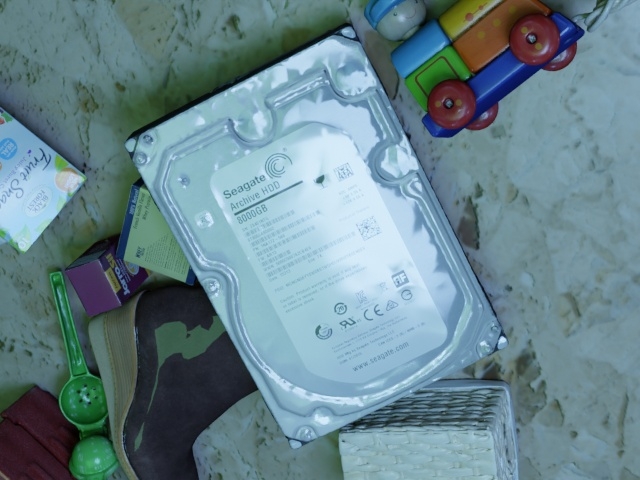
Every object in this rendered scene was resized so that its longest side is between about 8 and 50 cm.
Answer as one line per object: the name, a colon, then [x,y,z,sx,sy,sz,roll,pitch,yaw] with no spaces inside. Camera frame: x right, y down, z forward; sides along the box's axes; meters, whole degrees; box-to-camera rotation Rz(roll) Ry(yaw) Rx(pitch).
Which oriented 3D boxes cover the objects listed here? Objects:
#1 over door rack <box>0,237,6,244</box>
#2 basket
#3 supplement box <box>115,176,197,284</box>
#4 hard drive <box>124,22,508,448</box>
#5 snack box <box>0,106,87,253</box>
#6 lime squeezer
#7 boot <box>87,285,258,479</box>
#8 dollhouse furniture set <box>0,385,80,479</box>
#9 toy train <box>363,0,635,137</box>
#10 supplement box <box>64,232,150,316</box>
over door rack: [-0.499,-0.054,1.290,0.324,0.108,0.240,-22,105,6]
basket: [0.105,0.210,1.228,0.167,0.103,0.113,-4,109,17]
supplement box: [-0.147,-0.015,1.230,0.083,0.056,0.083,19,114,5]
hard drive: [0.000,0.000,1.161,0.236,0.064,0.339,-26,102,5]
snack box: [-0.317,-0.069,1.223,0.141,0.037,0.100,41,84,-18]
lime squeezer: [-0.236,0.192,1.292,0.058,0.311,0.110,-5,157,-19]
boot: [-0.115,0.161,1.271,0.206,0.090,0.249,-14,103,21]
dollhouse furniture set: [-0.261,0.362,1.353,0.374,0.152,0.201,43,115,-4]
toy train: [0.164,-0.210,1.062,0.248,0.105,0.143,-38,81,19]
supplement box: [-0.213,0.032,1.250,0.043,0.083,0.055,-18,106,20]
